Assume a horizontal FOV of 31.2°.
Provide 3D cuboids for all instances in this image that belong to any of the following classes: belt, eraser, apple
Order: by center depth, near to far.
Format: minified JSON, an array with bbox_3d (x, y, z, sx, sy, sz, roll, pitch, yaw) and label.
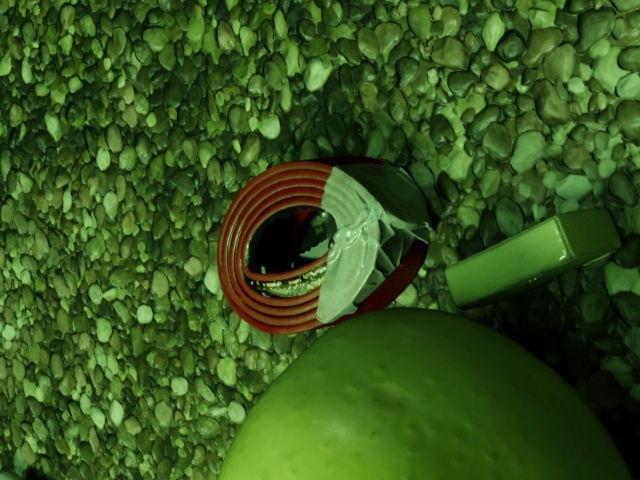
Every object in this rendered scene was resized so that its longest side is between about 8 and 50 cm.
[{"bbox_3d":[0.115,0.308,1.226,0.474,0.474,0.473,8,101,43],"label":"apple"},{"bbox_3d":[0.238,0.021,1.293,0.172,0.117,0.058,-29,76,42],"label":"eraser"},{"bbox_3d":[0.000,0.000,1.517,0.324,0.115,0.227,-26,79,42],"label":"belt"}]

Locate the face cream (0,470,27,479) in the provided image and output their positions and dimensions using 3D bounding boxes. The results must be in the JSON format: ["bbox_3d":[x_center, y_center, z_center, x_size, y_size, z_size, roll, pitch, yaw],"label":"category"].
[{"bbox_3d":[-0.481,0.521,2.075,0.314,0.089,0.143,24,111,30],"label":"face cream"}]
